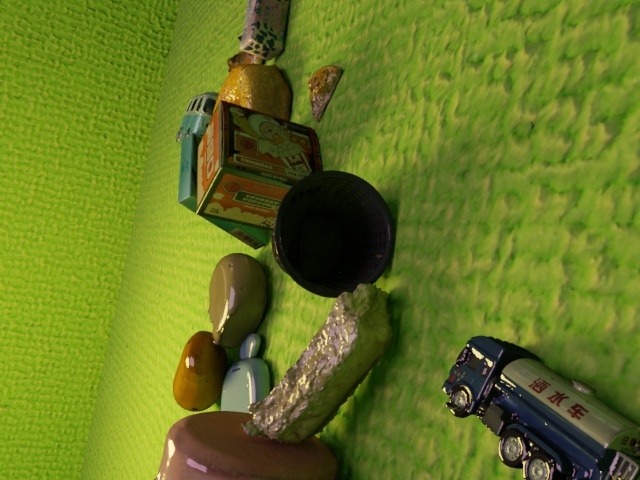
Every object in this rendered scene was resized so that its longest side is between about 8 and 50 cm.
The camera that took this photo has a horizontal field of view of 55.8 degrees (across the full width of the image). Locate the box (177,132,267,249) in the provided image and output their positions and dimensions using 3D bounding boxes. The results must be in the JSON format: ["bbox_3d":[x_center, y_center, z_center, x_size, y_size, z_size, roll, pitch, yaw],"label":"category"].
[{"bbox_3d":[-0.196,-0.097,1.247,0.041,0.229,0.162,-24,52,26],"label":"box"}]

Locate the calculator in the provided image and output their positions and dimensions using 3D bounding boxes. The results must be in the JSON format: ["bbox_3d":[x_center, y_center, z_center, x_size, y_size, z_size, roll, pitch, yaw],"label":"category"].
[{"bbox_3d":[-0.147,0.330,1.157,0.188,0.042,0.302,-34,52,56],"label":"calculator"}]

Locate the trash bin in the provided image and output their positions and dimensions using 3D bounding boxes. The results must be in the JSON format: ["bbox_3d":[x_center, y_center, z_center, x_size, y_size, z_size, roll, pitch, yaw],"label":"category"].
[{"bbox_3d":[0.000,0.000,0.890,0.161,0.176,0.175,156,123,-72],"label":"trash bin"}]

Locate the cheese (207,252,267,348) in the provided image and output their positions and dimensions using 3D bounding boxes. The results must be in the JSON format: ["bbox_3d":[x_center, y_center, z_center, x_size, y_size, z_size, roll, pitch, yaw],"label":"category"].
[{"bbox_3d":[-0.176,0.110,1.261,0.175,0.091,0.202,-63,28,29],"label":"cheese"}]

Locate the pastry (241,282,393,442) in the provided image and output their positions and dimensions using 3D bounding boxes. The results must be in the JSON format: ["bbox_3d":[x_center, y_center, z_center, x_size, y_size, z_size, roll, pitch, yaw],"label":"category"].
[{"bbox_3d":[0.012,0.171,0.814,0.089,0.121,0.258,46,107,24],"label":"pastry"}]

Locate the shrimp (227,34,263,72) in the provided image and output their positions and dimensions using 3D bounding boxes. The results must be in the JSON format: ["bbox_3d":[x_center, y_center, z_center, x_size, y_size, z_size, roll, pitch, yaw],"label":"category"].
[{"bbox_3d":[-0.202,-0.511,1.630,0.254,0.059,0.145,28,101,63],"label":"shrimp"}]

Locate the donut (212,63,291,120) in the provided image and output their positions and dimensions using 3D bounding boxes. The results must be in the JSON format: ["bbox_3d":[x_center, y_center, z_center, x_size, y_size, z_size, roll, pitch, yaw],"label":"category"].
[{"bbox_3d":[-0.175,-0.281,1.414,0.303,0.110,0.302,-35,48,53],"label":"donut"}]

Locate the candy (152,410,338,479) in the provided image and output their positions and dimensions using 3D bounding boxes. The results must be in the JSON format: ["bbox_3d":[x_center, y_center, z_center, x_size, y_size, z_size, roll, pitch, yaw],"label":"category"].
[{"bbox_3d":[-0.104,0.313,0.831,0.255,0.255,0.094,12,89,64],"label":"candy"}]

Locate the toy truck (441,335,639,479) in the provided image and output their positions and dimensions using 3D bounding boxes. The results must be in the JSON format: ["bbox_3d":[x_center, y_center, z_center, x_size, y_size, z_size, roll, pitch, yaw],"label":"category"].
[{"bbox_3d":[0.190,0.151,0.517,0.202,0.074,0.088,36,106,62],"label":"toy truck"}]

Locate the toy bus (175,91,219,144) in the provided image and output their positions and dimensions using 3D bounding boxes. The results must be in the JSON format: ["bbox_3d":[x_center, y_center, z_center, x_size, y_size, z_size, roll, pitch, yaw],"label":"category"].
[{"bbox_3d":[-0.302,-0.324,1.666,0.271,0.133,0.164,27,99,66],"label":"toy bus"}]

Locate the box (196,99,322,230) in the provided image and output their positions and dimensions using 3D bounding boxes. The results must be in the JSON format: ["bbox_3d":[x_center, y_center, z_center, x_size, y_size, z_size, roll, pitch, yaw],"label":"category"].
[{"bbox_3d":[-0.118,-0.136,1.130,0.148,0.195,0.177,-51,35,42],"label":"box"}]

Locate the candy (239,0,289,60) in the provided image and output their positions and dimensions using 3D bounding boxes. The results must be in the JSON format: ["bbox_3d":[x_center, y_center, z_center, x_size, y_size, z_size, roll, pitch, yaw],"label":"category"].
[{"bbox_3d":[-0.131,-0.521,1.450,0.073,0.092,0.160,-16,63,56],"label":"candy"}]

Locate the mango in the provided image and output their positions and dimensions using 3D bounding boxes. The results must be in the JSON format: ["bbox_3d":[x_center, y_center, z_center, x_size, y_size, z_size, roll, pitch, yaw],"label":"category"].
[{"bbox_3d":[-0.253,0.282,1.302,0.262,0.109,0.157,125,159,-57],"label":"mango"}]

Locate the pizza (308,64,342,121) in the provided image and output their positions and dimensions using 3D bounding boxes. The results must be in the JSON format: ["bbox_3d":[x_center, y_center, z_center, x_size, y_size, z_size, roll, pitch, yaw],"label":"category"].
[{"bbox_3d":[0.000,-0.281,1.153,0.123,0.026,0.108,4,84,64],"label":"pizza"}]
